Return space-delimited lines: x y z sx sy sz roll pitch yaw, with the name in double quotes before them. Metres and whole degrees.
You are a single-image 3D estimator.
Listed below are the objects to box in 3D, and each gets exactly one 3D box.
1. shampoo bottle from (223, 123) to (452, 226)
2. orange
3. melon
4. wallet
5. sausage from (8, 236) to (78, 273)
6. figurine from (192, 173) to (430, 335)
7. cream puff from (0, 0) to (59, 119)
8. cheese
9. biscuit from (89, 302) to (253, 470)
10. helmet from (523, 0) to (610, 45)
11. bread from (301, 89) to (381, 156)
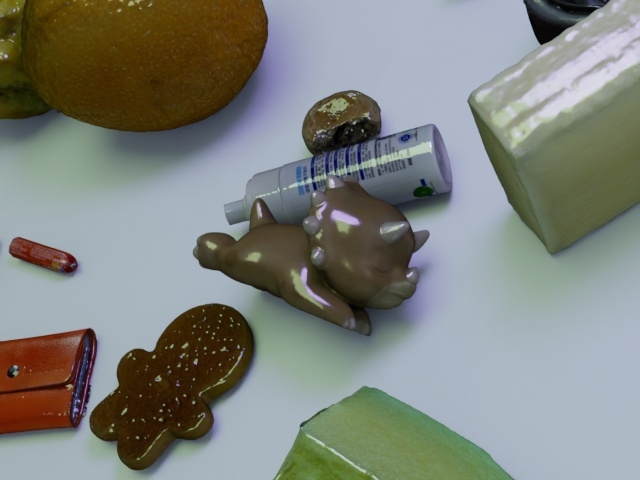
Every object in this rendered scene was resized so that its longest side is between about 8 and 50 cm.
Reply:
"shampoo bottle" 0.014 -0.069 1.416 0.303 0.092 0.092 -15 52 17
"orange" -0.258 -0.313 1.577 0.357 0.322 0.322 -20 51 9
"melon" 0.079 0.327 1.038 0.343 0.226 0.331 33 64 24
"wallet" -0.405 0.193 1.473 0.204 0.045 0.142 -9 54 21
"sausage" -0.401 0.024 1.597 0.129 0.034 0.034 16 66 33
"figurine" 0.005 0.002 1.314 0.247 0.177 0.173 21 88 43
"cream puff" -0.524 -0.322 1.717 0.257 0.324 0.291 37 46 12
"cheese" 0.320 -0.138 1.211 0.265 0.242 0.124 -34 59 2
"biscuit" -0.181 0.179 1.375 0.236 0.039 0.180 -46 48 -10
"helmet" 0.391 -0.318 1.345 0.305 0.177 0.225 -30 55 -5
"bread" 0.030 -0.160 1.492 0.113 0.060 0.082 -20 52 11
